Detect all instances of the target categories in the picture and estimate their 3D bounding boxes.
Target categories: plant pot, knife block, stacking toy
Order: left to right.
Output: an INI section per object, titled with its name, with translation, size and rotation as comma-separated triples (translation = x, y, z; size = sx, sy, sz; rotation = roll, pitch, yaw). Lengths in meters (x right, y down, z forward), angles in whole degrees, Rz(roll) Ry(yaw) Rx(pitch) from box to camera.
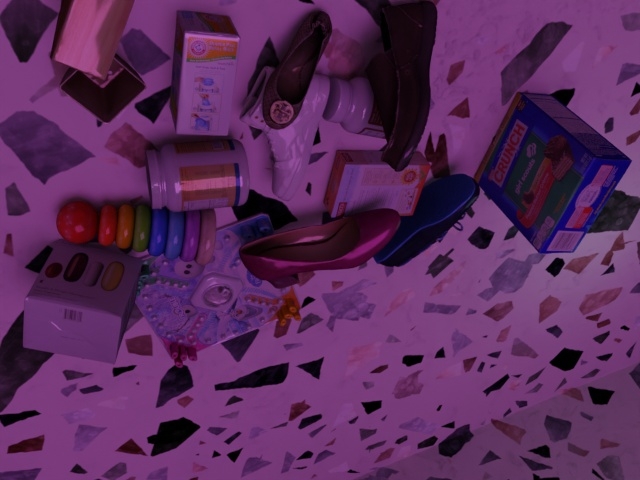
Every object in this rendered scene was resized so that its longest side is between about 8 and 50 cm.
[plant pot]
translation = -0.400, -0.301, 1.156
size = 0.109, 0.096, 0.109
rotation = -39, 133, 11
[knife block]
translation = -0.326, -0.427, 0.986
size = 0.088, 0.276, 0.242
rotation = 16, 151, -33
[stacking toy]
translation = -0.403, -0.025, 1.388
size = 0.330, 0.141, 0.141
rotation = 5, 127, -19

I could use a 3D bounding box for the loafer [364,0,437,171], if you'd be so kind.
[loafer]
translation = 0.149, -0.312, 1.271
size = 0.130, 0.366, 0.134
rotation = 8, 163, -1

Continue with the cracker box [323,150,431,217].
[cracker box]
translation = 0.137, -0.138, 1.552
size = 0.232, 0.067, 0.156
rotation = -2, 131, -23

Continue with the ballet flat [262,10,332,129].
[ballet flat]
translation = -0.041, -0.335, 1.237
size = 0.084, 0.058, 0.250
rotation = 27, 88, -24

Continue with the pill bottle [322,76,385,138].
[pill bottle]
translation = 0.115, -0.287, 1.374
size = 0.216, 0.121, 0.121
rotation = 6, 127, -27

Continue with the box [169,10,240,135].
[box]
translation = -0.224, -0.317, 1.205
size = 0.103, 0.114, 0.203
rotation = -1, 129, -21

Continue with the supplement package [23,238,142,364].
[supplement package]
translation = -0.513, 0.132, 1.380
size = 0.194, 0.203, 0.149
rotation = 14, 124, -11

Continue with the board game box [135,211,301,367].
[board game box]
translation = -0.266, 0.144, 1.639
size = 0.389, 0.050, 0.390
rotation = -21, 135, -5

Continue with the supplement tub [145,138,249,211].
[supplement tub]
translation = -0.260, -0.136, 1.329
size = 0.199, 0.144, 0.144
rotation = -7, 131, -18

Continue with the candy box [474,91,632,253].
[candy box]
translation = 0.543, -0.168, 1.527
size = 0.122, 0.317, 0.268
rotation = 2, 127, -23

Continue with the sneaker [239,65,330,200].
[sneaker]
translation = -0.102, -0.229, 1.352
size = 0.169, 0.108, 0.293
rotation = 5, 117, -25

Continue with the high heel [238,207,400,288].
[high heel]
translation = 0.000, 0.000, 1.486
size = 0.377, 0.127, 0.181
rotation = -29, 145, 11

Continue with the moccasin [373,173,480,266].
[moccasin]
translation = 0.281, -0.052, 1.669
size = 0.342, 0.138, 0.116
rotation = -36, 140, 29
